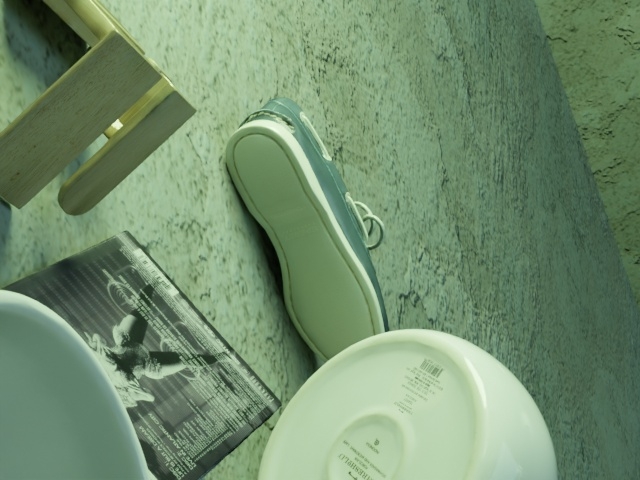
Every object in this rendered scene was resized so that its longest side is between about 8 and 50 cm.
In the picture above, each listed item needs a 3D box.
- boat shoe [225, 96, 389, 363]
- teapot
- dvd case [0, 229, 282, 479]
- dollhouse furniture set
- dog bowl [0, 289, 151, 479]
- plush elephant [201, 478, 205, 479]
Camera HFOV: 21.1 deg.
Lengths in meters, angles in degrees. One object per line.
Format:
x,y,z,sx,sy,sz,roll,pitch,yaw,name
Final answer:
0.000,0.000,1.459,0.254,0.095,0.079,61,35,-16,boat shoe
0.084,0.202,1.321,0.187,0.252,0.256,39,39,-41,teapot
-0.117,0.079,1.088,0.164,0.018,0.221,48,20,3,dvd case
-0.178,-0.100,1.125,0.151,0.123,0.144,48,1,34,dollhouse furniture set
-0.180,0.163,0.844,0.265,0.104,0.265,-13,90,-70,dog bowl
0.034,0.301,1.059,0.272,0.255,0.330,-146,-132,-71,plush elephant
